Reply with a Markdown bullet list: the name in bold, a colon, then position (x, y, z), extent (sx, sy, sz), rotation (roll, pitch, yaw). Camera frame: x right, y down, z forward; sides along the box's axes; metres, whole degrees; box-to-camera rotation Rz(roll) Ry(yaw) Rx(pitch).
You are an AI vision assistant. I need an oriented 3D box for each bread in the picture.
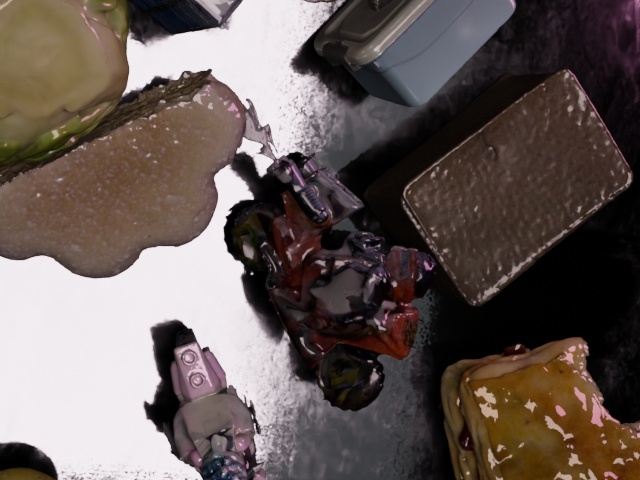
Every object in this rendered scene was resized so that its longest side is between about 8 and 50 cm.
- **bread**: position (0.336, 0.309, 1.705), extent (0.314, 0.191, 0.370), rotation (-11, 97, -15)
- **bread**: position (-0.231, -0.061, 1.512), extent (0.337, 0.102, 0.183), rotation (-23, 121, 2)

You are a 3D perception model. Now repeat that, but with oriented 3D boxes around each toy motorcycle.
- **toy motorcycle**: position (-0.118, 0.230, 1.547), extent (0.108, 0.204, 0.239), rotation (-34, 101, 0)
- **toy motorcycle**: position (0.000, 0.000, 1.588), extent (0.207, 0.134, 0.401), rotation (-33, 88, 19)

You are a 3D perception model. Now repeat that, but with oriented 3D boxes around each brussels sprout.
- **brussels sprout**: position (-0.336, -0.210, 1.351), extent (0.289, 0.355, 0.281), rotation (-13, 110, -26)

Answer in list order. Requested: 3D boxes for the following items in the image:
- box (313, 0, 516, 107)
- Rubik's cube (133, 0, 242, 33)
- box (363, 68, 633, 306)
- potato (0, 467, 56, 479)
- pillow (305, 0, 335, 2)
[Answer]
- **box**: position (0.115, -0.273, 1.598), extent (0.227, 0.162, 0.130), rotation (-47, 117, -8)
- **Rubik's cube**: position (-0.152, -0.389, 1.455), extent (0.237, 0.237, 0.238), rotation (40, 81, -20)
- **box**: position (0.220, -0.072, 1.655), extent (0.273, 0.143, 0.184), rotation (-38, 106, -10)
- **potato**: position (-0.386, 0.371, 1.506), extent (0.228, 0.148, 0.197), rotation (-16, 96, -21)
- **pillow**: position (-0.029, -0.373, 1.352), extent (0.135, 0.049, 0.248), rotation (4, 92, -16)
